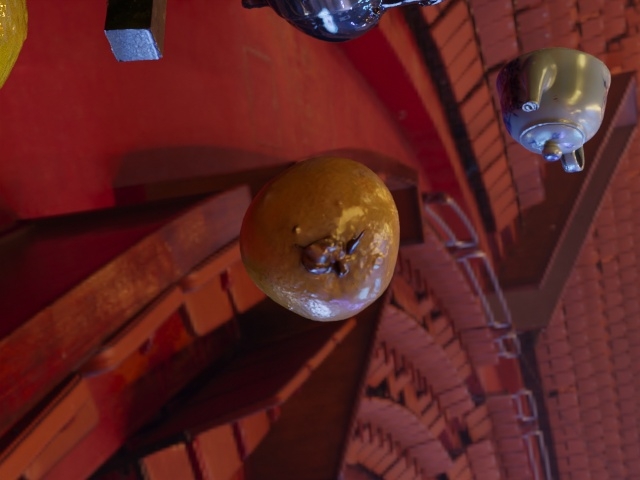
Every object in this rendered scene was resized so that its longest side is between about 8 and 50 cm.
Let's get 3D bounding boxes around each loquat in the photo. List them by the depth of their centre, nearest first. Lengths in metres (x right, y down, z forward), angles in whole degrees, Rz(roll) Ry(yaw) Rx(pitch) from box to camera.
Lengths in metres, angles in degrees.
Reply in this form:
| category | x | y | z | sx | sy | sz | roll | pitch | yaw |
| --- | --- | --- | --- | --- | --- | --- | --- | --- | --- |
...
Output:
| category | x | y | z | sx | sy | sz | roll | pitch | yaw |
| --- | --- | --- | --- | --- | --- | --- | --- | --- | --- |
| loquat | 0.000 | 0.000 | 1.474 | 0.275 | 0.275 | 0.274 | -7 | 90 | -76 |

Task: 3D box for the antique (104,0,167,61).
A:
| category | x | y | z | sx | sy | sz | roll | pitch | yaw |
| --- | --- | --- | --- | --- | --- | --- | --- | --- | --- |
| antique | -0.309 | -0.416 | 1.529 | 0.080 | 0.081 | 0.220 | 82 | 7 | -60 |

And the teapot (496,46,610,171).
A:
| category | x | y | z | sx | sy | sz | roll | pitch | yaw |
| --- | --- | --- | --- | --- | --- | --- | --- | --- | --- |
| teapot | 0.327 | -0.176 | 1.258 | 0.232 | 0.159 | 0.158 | 37 | 46 | -51 |

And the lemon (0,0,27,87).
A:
| category | x | y | z | sx | sy | sz | roll | pitch | yaw |
| --- | --- | --- | --- | --- | --- | --- | --- | --- | --- |
| lemon | -0.399 | -0.203 | 0.771 | 0.316 | 0.286 | 0.285 | -71 | 151 | -44 |

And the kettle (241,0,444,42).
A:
| category | x | y | z | sx | sy | sz | roll | pitch | yaw |
| --- | --- | --- | --- | --- | --- | --- | --- | --- | --- |
| kettle | 0.013 | -0.324 | 0.838 | 0.207 | 0.251 | 0.271 | -114 | -171 | -66 |
